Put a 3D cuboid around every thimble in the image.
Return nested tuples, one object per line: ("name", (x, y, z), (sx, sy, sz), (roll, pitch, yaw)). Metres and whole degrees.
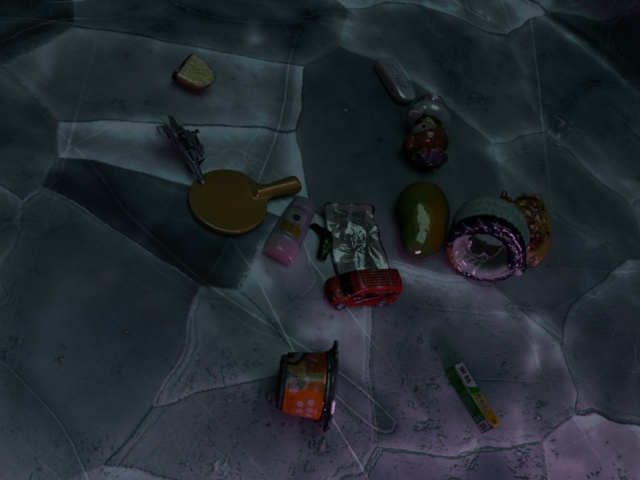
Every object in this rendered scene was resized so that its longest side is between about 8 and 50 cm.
("thimble", (0.477, 0.001, 1.854), (0.237, 0.237, 0.150), (32, 48, -2))

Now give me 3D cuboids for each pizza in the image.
("pizza", (0.630, -0.068, 2.062), (0.228, 0.081, 0.290), (24, 53, -8))

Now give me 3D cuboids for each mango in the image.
("mango", (0.293, -0.060, 1.882), (0.156, 0.114, 0.251), (21, 51, -20))

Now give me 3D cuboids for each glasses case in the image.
("glasses case", (0.252, -0.543, 2.230), (0.076, 0.049, 0.197), (-14, 65, -31))

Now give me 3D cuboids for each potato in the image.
("potato", (-0.359, -0.466, 1.893), (0.103, 0.066, 0.096), (37, 65, -3))

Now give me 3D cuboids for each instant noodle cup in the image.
("instant noodle cup", (-0.033, 0.318, 1.459), (0.125, 0.177, 0.208), (6, 86, -3))

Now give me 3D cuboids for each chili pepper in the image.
("chili pepper", (0.006, -0.005, 1.757), (0.055, 0.035, 0.118), (-17, 61, 3))

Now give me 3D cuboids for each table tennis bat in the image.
("table tennis bat", (-0.192, -0.118, 1.743), (0.320, 0.050, 0.199), (-17, 65, -29))

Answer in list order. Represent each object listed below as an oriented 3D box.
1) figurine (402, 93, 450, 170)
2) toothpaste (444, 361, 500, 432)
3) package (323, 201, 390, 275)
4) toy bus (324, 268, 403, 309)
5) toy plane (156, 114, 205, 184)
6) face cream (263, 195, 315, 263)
("figurine", (0.339, -0.337, 2.076), (0.189, 0.142, 0.264), (36, 47, -29))
("toothpaste", (0.382, 0.394, 1.661), (0.037, 0.043, 0.179), (-17, 66, -33))
("package", (0.096, -0.002, 1.807), (0.166, 0.040, 0.232), (-3, 67, -22))
("toy bus", (0.110, 0.120, 1.693), (0.195, 0.089, 0.081), (-1, 58, -24))
("toy plane", (-0.350, -0.252, 1.730), (0.234, 0.082, 0.160), (48, 19, 22))
("face cream", (-0.077, -0.031, 1.731), (0.084, 0.057, 0.198), (28, 51, -4))
